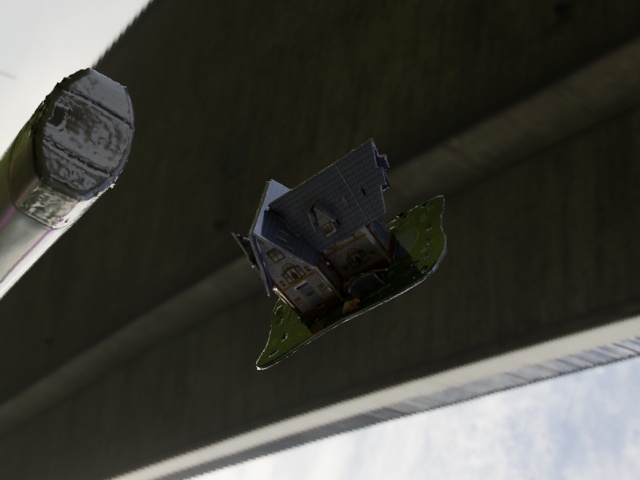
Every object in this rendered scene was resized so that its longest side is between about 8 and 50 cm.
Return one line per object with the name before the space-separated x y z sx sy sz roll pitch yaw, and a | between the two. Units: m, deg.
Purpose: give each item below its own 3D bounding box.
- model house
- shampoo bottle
model house | 0.000 0.000 0.838 0.167 0.088 0.117 -30 -159 25
shampoo bottle | -0.184 -0.018 0.709 0.227 0.056 0.086 -35 -146 50
